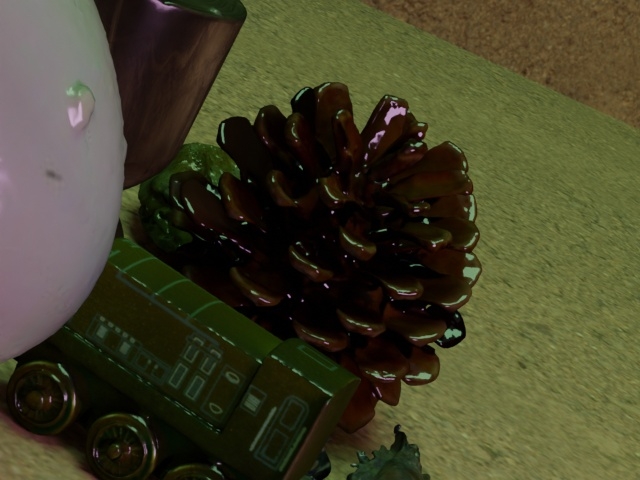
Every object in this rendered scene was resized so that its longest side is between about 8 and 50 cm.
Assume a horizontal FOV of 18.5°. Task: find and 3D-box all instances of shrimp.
[{"bbox_3d":[0.018,0.171,1.375,0.126,0.047,0.223,20,17,7],"label":"shrimp"}]

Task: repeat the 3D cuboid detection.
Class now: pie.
[{"bbox_3d":[-0.036,0.007,1.735,0.277,0.078,0.277,30,19,-11],"label":"pie"}]

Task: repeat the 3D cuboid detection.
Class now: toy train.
[{"bbox_3d":[-0.095,0.091,1.255,0.225,0.137,0.090,33,16,11],"label":"toy train"}]

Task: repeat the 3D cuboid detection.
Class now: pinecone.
[{"bbox_3d":[0.010,-0.001,1.488,0.264,0.264,0.264,26,16,-8],"label":"pinecone"}]

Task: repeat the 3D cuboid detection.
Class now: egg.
[{"bbox_3d":[-0.269,-0.073,1.131,0.340,0.354,0.354,41,15,-9],"label":"egg"}]

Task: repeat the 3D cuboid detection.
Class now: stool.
[{"bbox_3d":[-0.188,-0.090,1.421,0.179,0.264,0.179,26,16,-8],"label":"stool"}]
